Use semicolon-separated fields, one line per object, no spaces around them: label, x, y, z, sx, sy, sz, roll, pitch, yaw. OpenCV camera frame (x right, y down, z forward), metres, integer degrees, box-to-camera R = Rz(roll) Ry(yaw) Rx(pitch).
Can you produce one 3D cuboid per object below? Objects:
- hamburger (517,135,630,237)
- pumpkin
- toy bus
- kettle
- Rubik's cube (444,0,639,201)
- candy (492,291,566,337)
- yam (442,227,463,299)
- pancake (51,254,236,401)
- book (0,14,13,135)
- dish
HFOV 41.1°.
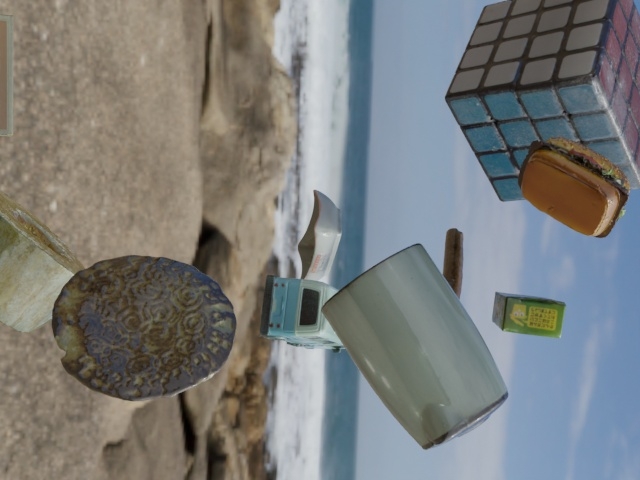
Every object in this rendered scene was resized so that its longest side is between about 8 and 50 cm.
hamburger;0.373;-0.082;1.257;0.087;0.166;0.137;-42;157;-31
pumpkin;-0.676;0.042;1.828;0.199;0.332;0.332;-43;170;-5
toy bus;-0.007;0.162;1.818;0.271;0.164;0.133;33;60;-66
kettle;0.143;0.142;1.130;0.236;0.161;0.221;56;24;13
Rubik's cube;0.523;-0.322;1.870;0.344;0.337;0.344;51;49;-34
candy;0.347;0.123;1.438;0.194;0.097;0.062;10;86;-83
yam;0.282;0.077;1.831;0.046;0.046;0.264;89;9;-45
pancake;-0.188;0.089;0.911;0.021;0.199;0.199;102;-5;-49
book;-0.685;-0.325;1.652;0.018;0.170;0.242;166;-77;-68
dish;0.000;0.000;2.072;0.151;0.077;0.212;-92;-166;-46
